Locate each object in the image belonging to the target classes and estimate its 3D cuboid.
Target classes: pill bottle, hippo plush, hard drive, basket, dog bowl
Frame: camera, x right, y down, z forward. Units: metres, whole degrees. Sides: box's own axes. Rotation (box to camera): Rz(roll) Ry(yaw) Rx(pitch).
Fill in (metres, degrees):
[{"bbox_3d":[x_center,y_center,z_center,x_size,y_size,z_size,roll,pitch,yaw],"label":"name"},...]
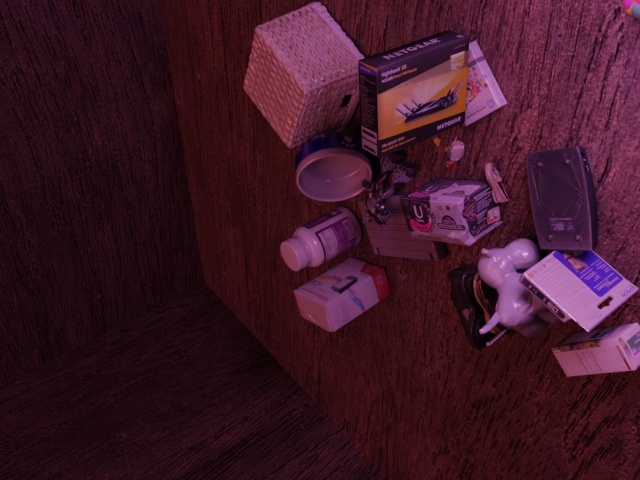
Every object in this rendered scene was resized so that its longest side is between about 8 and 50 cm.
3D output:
[{"bbox_3d":[0.000,0.000,2.476,0.169,0.301,0.169,40,145,36],"label":"pill bottle"},{"bbox_3d":[0.544,0.132,1.788,0.234,0.294,0.237,50,-165,-56],"label":"hippo plush"},{"bbox_3d":[0.607,-0.103,1.598,0.172,0.054,0.255,1,104,59],"label":"hard drive"},{"bbox_3d":[-0.058,-0.548,2.144,0.331,0.266,0.328,55,152,17],"label":"basket"},{"bbox_3d":[0.043,-0.252,2.218,0.265,0.264,0.104,111,157,-55],"label":"dog bowl"}]

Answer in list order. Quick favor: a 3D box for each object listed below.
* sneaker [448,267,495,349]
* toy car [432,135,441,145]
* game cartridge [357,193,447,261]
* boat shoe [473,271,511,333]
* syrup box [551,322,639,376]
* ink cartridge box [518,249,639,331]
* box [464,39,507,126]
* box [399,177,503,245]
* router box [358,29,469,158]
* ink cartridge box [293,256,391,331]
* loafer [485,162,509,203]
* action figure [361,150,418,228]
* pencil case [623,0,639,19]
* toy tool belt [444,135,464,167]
[{"bbox_3d":[0.489,0.215,2.083,0.130,0.109,0.287,18,123,65],"label":"sneaker"},{"bbox_3d":[0.326,-0.340,1.898,0.040,0.060,0.122,-124,26,-49],"label":"toy car"},{"bbox_3d":[0.279,-0.051,2.229,0.355,0.068,0.230,6,115,57],"label":"game cartridge"},{"bbox_3d":[0.541,0.195,1.988,0.073,0.080,0.224,4,123,52],"label":"boat shoe"},{"bbox_3d":[0.747,0.294,1.705,0.096,0.093,0.237,61,152,3],"label":"syrup box"},{"bbox_3d":[0.645,0.112,1.600,0.208,0.206,0.045,47,155,28],"label":"ink cartridge box"},{"bbox_3d":[0.404,-0.419,1.720,0.186,0.038,0.145,62,153,-2],"label":"box"},{"bbox_3d":[0.384,-0.091,1.903,0.247,0.163,0.142,10,124,56],"label":"box"},{"bbox_3d":[0.243,-0.380,1.653,0.081,0.308,0.243,38,145,44],"label":"router box"},{"bbox_3d":[0.086,0.205,2.506,0.226,0.306,0.131,18,129,52],"label":"ink cartridge box"},{"bbox_3d":[0.496,-0.163,1.791,0.039,0.045,0.125,-2,120,41],"label":"loafer"},{"bbox_3d":[0.205,-0.164,2.135,0.185,0.099,0.285,57,134,35],"label":"action figure"},{"bbox_3d":[0.685,-0.423,1.188,0.236,0.104,0.104,46,148,32],"label":"pencil case"},{"bbox_3d":[0.391,-0.260,1.878,0.083,0.052,0.051,104,162,-47],"label":"toy tool belt"}]
